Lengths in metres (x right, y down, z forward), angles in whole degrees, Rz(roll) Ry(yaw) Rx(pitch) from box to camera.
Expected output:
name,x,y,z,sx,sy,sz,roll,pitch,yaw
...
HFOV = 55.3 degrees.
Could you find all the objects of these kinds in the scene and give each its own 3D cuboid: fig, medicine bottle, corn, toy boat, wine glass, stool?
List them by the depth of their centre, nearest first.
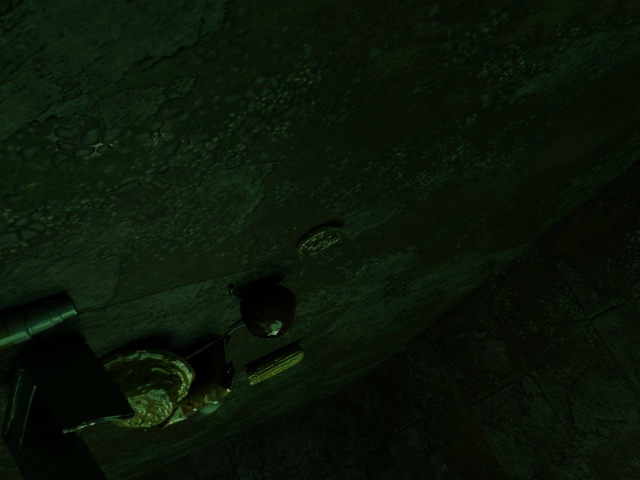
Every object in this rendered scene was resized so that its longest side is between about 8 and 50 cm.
name,x,y,z,sx,sy,sz,roll,pitch,yaw
medicine bottle,-0.594,0.169,1.203,0.220,0.061,0.092,-21,-177,-18
stool,-0.586,0.418,1.402,0.170,0.269,0.244,-2,121,-46
fig,-0.160,0.197,1.679,0.202,0.150,0.148,-4,167,-24
toy boat,-0.236,0.258,1.906,0.122,0.034,0.096,-28,162,25
wine glass,-0.422,0.596,2.350,0.111,0.111,0.204,-11,153,-37
corn,-0.183,0.496,2.456,0.248,0.081,0.081,-25,160,-9

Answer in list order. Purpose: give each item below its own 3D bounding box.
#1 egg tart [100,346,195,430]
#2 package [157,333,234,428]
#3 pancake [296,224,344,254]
name,x,y,z,sx,sy,sz,roll,pitch,yaw
egg tart,-0.502,0.426,1.693,0.318,0.128,0.319,-12,131,-13
package,-0.382,0.435,1.894,0.288,0.223,0.108,-27,130,7
pancake,0.000,0.000,1.580,0.139,0.022,0.139,-23,159,-9
